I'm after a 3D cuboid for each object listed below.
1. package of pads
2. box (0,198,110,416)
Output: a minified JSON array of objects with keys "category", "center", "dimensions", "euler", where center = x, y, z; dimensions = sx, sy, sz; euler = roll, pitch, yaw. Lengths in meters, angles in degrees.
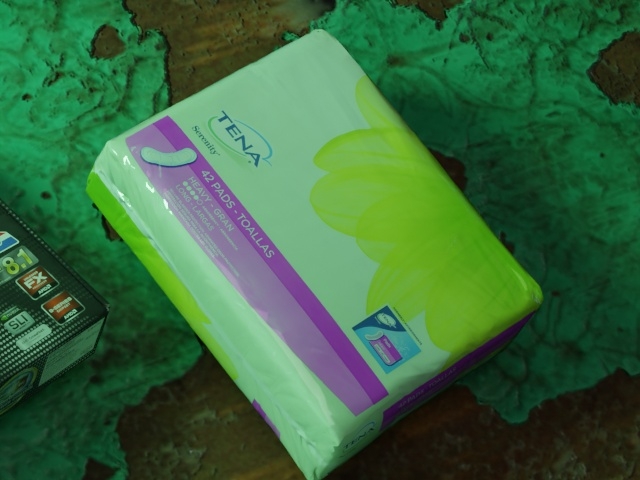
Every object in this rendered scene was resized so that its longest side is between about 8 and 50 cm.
[{"category":"package of pads","center":[0.000,0.000,1.396],"dimensions":[0.229,0.101,0.296],"euler":[-31,75,-29]},{"category":"box","center":[-0.314,0.054,1.257],"dimensions":[0.216,0.060,0.270],"euler":[43,50,15]}]
